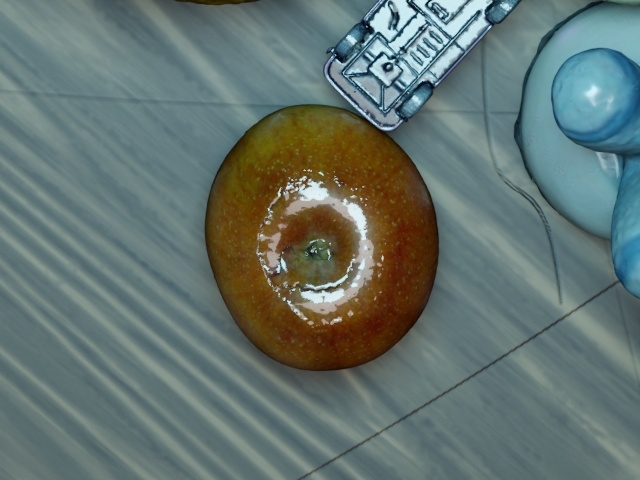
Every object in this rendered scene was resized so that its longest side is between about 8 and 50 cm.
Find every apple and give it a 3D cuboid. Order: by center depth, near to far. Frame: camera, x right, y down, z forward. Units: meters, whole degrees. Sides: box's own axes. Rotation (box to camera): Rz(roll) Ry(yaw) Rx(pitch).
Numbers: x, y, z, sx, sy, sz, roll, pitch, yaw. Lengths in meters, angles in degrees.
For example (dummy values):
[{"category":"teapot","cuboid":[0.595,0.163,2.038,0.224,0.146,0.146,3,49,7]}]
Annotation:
[{"category":"apple","cuboid":[0.000,0.000,1.533,0.210,0.173,0.235,-31,99,7]}]

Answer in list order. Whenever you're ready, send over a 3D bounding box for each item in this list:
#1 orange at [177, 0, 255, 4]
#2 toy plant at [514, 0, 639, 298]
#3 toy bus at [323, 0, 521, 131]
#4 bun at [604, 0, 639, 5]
[{"category":"orange","cuboid":[-0.085,-0.348,1.396,0.357,0.322,0.322,11,102,-11]},{"category":"toy plant","cuboid":[0.292,-0.080,1.431,0.247,0.332,0.247,0,101,-1]},{"category":"toy bus","cuboid":[0.095,-0.194,1.524,0.096,0.108,0.199,43,97,-3]},{"category":"bun","cuboid":[0.262,-0.311,1.441,0.239,0.141,0.239,3,65,-6]}]
